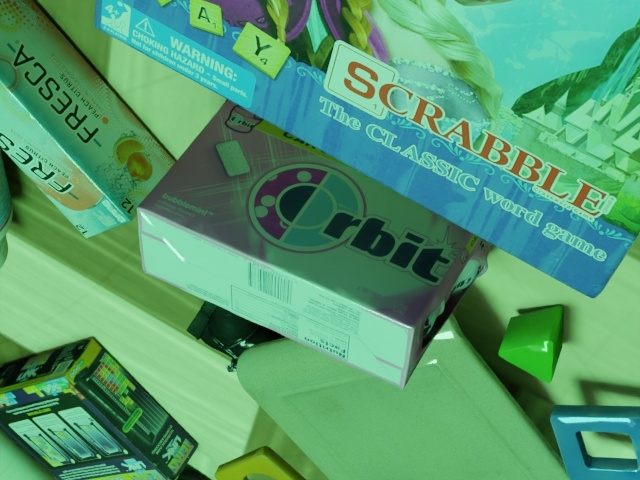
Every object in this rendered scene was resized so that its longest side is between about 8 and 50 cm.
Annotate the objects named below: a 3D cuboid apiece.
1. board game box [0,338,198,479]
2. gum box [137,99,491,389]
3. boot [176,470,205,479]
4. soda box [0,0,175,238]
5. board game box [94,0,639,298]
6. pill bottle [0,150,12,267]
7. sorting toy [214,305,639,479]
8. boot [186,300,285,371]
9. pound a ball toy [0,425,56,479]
[{"bbox_3d":[-0.212,0.163,1.195,0.170,0.048,0.141,-18,122,47],"label":"board game box"},{"bbox_3d":[0.000,0.000,0.787,0.188,0.107,0.062,24,143,16],"label":"gum box"},{"bbox_3d":[-0.188,0.376,1.242,0.096,0.264,0.280,14,145,-14],"label":"boot"},{"bbox_3d":[-0.182,-0.089,0.868,0.058,0.063,0.183,-18,119,48],"label":"soda box"},{"bbox_3d":[0.051,-0.152,0.608,0.319,0.066,0.318,28,144,9],"label":"board game box"},{"bbox_3d":[-0.275,-0.040,0.977,0.087,0.087,0.160,23,143,17],"label":"pill bottle"},{"bbox_3d":[0.062,0.124,0.914,0.348,0.047,0.196,-16,122,35],"label":"sorting toy"},{"bbox_3d":[-0.040,0.068,0.951,0.099,0.045,0.121,36,149,0],"label":"boot"},{"bbox_3d":[-0.410,0.137,1.281,0.319,0.136,0.208,49,167,-19],"label":"pound a ball toy"}]
